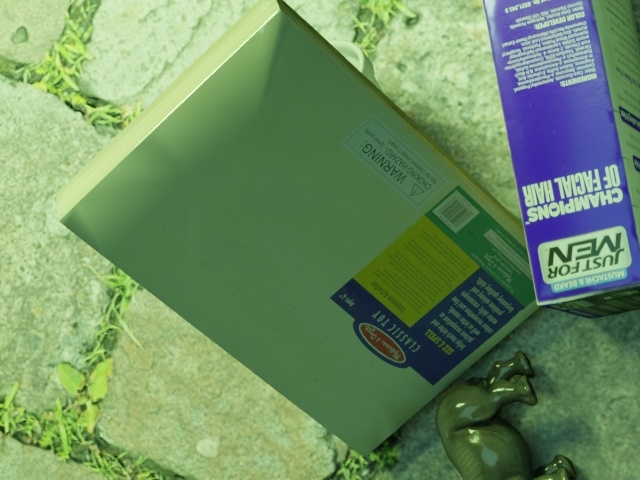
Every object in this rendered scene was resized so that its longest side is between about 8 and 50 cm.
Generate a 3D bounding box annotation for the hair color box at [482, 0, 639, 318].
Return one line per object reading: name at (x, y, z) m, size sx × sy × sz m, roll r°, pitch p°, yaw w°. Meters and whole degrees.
hair color box at (0.236, -0.107, 1.532) m, size 0.110 × 0.185 × 0.339 m, roll -14°, pitch 78°, yaw 21°

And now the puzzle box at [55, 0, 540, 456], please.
puzzle box at (0.000, 0.000, 1.538) m, size 0.272 × 0.409 × 0.052 m, roll -42°, pitch 30°, yaw 13°

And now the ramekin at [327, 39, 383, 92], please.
ramekin at (-0.019, -0.087, 1.633) m, size 0.207 × 0.207 × 0.109 m, roll -26°, pitch 119°, yaw 18°

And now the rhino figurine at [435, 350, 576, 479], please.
rhino figurine at (0.184, 0.233, 1.578) m, size 0.106 × 0.073 × 0.243 m, roll -24°, pitch 77°, yaw 15°
